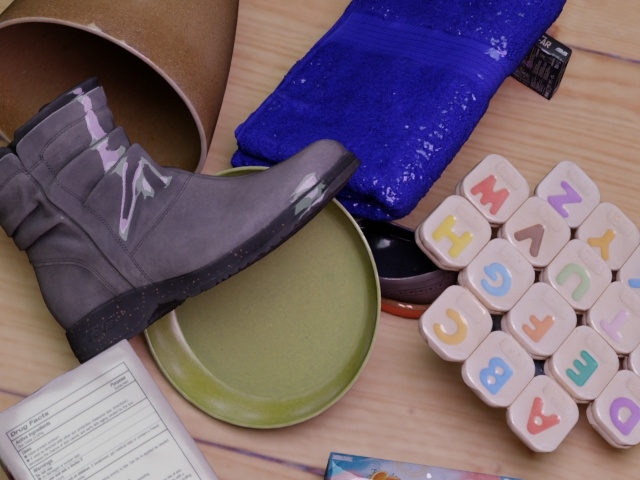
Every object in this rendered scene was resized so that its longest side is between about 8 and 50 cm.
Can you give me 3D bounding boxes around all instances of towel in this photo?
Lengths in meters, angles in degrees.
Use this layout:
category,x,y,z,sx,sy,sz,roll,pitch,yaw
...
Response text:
category,x,y,z,sx,sy,sz,roll,pitch,yaw
towel,0.069,-0.163,1.646,0.227,0.076,0.308,14,58,41

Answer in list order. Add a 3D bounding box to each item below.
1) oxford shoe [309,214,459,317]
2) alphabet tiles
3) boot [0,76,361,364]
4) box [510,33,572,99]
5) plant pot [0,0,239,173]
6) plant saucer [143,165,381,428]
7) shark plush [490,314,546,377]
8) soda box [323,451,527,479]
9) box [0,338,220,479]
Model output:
category,x,y,z,sx,sy,sz,roll,pitch,yaw
oxford shoe,0.000,0.000,1.618,0.271,0.098,0.097,9,68,1
alphabet tiles,0.222,0.054,1.591,0.284,0.021,0.278,46,54,0
boot,-0.151,-0.054,1.504,0.338,0.118,0.223,-31,92,19
box,0.214,-0.182,1.716,0.067,0.083,0.018,34,70,11
plant pot,-0.177,-0.209,1.648,0.237,0.237,0.254,19,54,5
plant saucer,-0.053,0.051,1.573,0.241,0.037,0.241,2,95,21
shark plush,0.187,0.097,1.605,0.073,0.067,0.161,-13,69,-9
soda box,0.092,0.238,1.543,0.183,0.063,0.058,7,66,0
box,-0.170,0.232,1.495,0.148,0.127,0.232,-31,72,-15
